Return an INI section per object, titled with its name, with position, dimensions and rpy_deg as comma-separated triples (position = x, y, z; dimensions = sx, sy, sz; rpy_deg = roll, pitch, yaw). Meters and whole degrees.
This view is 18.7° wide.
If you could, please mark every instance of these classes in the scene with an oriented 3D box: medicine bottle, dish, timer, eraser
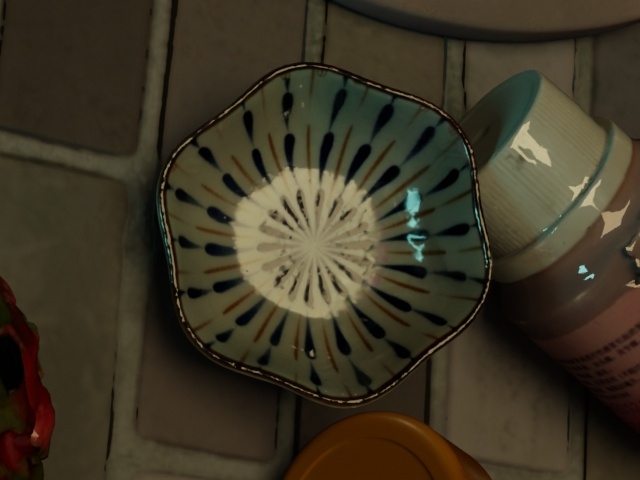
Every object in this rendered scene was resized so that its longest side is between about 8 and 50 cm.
[medicine bottle]
position = 0.181, 0.015, 1.146
dimensions = 0.247, 0.147, 0.147
rpy_deg = 41, 61, -15
[dish]
position = 0.000, 0.000, 1.073
dimensions = 0.191, 0.066, 0.190
rpy_deg = 1, 80, -8
[timer]
position = 0.065, 0.172, 1.070
dimensions = 0.152, 0.132, 0.132
rpy_deg = 23, 65, -51
[eraser]
position = 0.129, -0.207, 1.218
dimensions = 0.243, 0.059, 0.204
rpy_deg = 20, 68, -21

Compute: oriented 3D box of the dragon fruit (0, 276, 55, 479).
[dragon fruit]
position = -0.256, 0.098, 0.817
dimensions = 0.302, 0.231, 0.237
rpy_deg = -47, 137, -24
